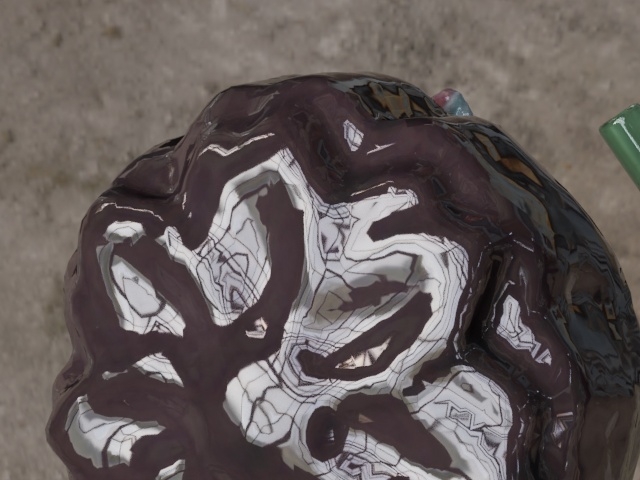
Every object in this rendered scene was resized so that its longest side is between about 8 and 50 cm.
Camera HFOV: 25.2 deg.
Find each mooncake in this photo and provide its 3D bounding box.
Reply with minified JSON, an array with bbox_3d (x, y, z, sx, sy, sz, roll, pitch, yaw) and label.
[{"bbox_3d":[0.000,0.065,0.654,0.283,0.283,0.141,28,19,22],"label":"mooncake"}]

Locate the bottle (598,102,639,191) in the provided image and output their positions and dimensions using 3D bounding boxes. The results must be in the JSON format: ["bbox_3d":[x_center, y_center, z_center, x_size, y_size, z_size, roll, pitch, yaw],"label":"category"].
[{"bbox_3d":[0.205,-0.043,0.880,0.030,0.030,0.083,-33,88,-25],"label":"bottle"}]

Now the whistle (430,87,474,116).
[{"bbox_3d":[-0.001,-0.001,0.868,0.134,0.346,0.142,18,69,-16],"label":"whistle"}]
